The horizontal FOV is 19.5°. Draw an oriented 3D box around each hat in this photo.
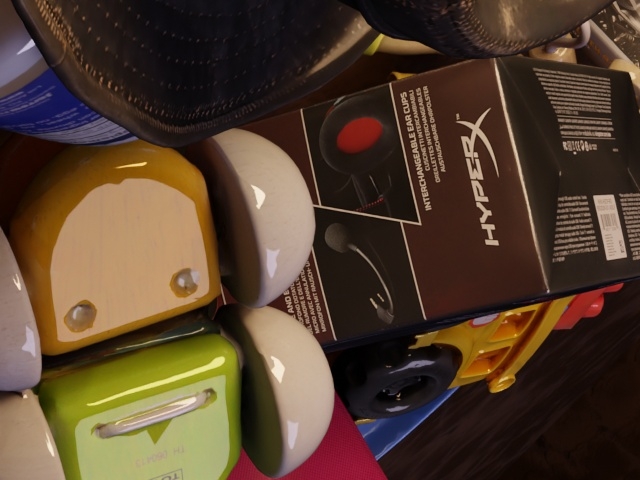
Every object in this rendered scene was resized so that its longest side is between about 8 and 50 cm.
[{"bbox_3d":[0.059,-0.153,0.540,0.331,0.134,0.331,-45,152,-33],"label":"hat"}]

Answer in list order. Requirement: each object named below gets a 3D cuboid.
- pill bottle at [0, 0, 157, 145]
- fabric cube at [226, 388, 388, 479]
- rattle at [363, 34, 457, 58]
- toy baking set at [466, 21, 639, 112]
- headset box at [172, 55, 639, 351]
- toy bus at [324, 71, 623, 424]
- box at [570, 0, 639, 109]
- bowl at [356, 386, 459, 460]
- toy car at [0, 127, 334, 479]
[{"bbox_3d":[-0.088,-0.090,0.629,0.112,0.112,0.186,-44,165,11],"label":"pill bottle"},{"bbox_3d":[-0.092,0.242,1.134,0.259,0.258,0.254,-33,-175,-29],"label":"fabric cube"},{"bbox_3d":[0.048,-0.188,0.797,0.143,0.130,0.200,-50,147,-58],"label":"rattle"},{"bbox_3d":[0.143,-0.096,1.045,0.030,0.256,0.197,-55,-169,-12],"label":"toy baking set"},{"bbox_3d":[0.000,0.000,0.920,0.293,0.110,0.218,-14,176,25],"label":"headset box"},{"bbox_3d":[0.102,0.005,1.158,0.211,0.149,0.220,-3,146,-24],"label":"toy bus"},{"bbox_3d":[0.254,-0.174,1.098,0.231,0.183,0.056,-38,164,-8],"label":"box"},{"bbox_3d":[0.028,0.112,1.547,0.391,0.077,0.391,-38,164,-13],"label":"bowl"},{"bbox_3d":[-0.089,0.031,0.770,0.159,0.136,0.182,-18,117,-22],"label":"toy car"}]
